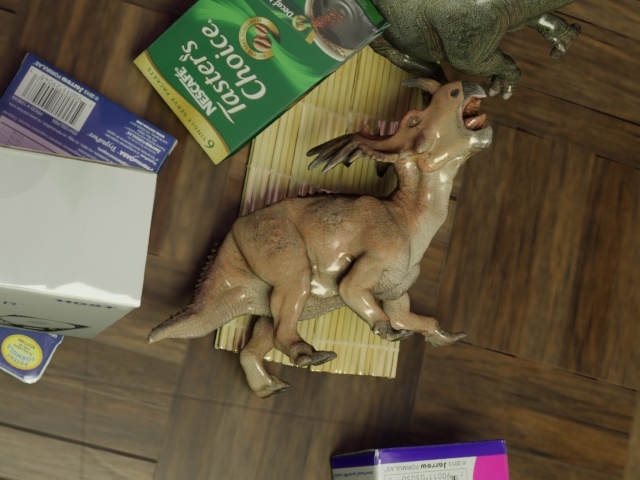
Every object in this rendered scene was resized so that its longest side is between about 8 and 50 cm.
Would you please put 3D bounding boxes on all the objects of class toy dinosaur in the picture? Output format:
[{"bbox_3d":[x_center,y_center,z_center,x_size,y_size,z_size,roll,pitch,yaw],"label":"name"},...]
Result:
[{"bbox_3d":[0.104,-0.178,1.100,0.160,0.313,0.121,27,81,-48],"label":"toy dinosaur"},{"bbox_3d":[0.000,0.000,1.085,0.296,0.127,0.200,-16,76,-6],"label":"toy dinosaur"}]

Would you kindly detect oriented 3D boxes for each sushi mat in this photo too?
[{"bbox_3d":[0.011,-0.046,1.165,0.151,0.019,0.316,13,76,-14],"label":"sushi mat"}]

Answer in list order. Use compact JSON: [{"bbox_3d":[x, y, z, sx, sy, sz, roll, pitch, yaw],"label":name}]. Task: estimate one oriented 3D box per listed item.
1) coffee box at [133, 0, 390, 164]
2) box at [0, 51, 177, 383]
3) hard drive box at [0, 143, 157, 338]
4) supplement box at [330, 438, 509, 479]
[{"bbox_3d":[-0.048,-0.154,1.093,0.113,0.184,0.040,53,28,-4],"label":"coffee box"},{"bbox_3d":[-0.224,-0.016,1.076,0.136,0.036,0.225,31,73,-9],"label":"box"},{"bbox_3d":[-0.221,0.002,0.934,0.181,0.232,0.089,9,78,-14],"label":"hard drive box"},{"bbox_3d":[0.084,0.271,1.079,0.111,0.114,0.220,-1,79,-18],"label":"supplement box"}]
